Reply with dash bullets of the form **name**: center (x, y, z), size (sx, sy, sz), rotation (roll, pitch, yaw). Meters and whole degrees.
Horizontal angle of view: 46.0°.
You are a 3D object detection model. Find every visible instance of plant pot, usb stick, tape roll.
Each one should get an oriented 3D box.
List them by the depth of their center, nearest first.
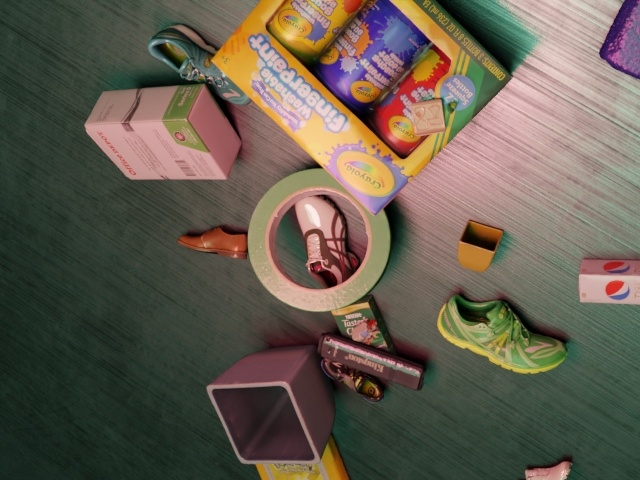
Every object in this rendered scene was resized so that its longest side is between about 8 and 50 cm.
- **plant pot**: center (0.344, 0.021, 1.649), size (0.082, 0.081, 0.083), rotation (19, 133, 15)
- **tape roll**: center (0.000, 0.000, 1.701), size (0.322, 0.077, 0.321), rotation (-1, 86, 9)
- **usb stick**: center (0.126, 0.299, 1.871), size (0.278, 0.045, 0.077), rotation (18, 123, 14)
- **plant pot**: center (-0.094, 0.400, 1.955), size (0.247, 0.252, 0.247), rotation (-9, 112, 30)

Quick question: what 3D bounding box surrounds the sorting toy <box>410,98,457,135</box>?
- **sorting toy**: center (0.211, -0.227, 1.378), size (0.083, 0.012, 0.062), rotation (-7, 100, 14)

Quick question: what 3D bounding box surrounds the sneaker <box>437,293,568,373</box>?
- **sneaker**: center (0.409, 0.207, 1.697), size (0.296, 0.109, 0.123), rotation (18, 126, 17)

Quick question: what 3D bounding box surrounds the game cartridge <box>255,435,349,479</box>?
- **game cartridge**: center (-0.069, 0.655, 2.206), size (0.286, 0.052, 0.323), rotation (-9, 113, 29)

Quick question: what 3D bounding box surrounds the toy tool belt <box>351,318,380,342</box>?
- **toy tool belt**: center (0.119, 0.222, 1.837), size (0.051, 0.052, 0.083), rotation (28, 133, -32)

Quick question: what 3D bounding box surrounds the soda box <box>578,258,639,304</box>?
- **soda box**: center (0.644, 0.085, 1.539), size (0.216, 0.074, 0.069), rotation (0, 116, 26)

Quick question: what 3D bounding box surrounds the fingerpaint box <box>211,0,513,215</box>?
- **fingerpaint box**: center (0.081, -0.336, 1.464), size (0.445, 0.163, 0.371), rotation (44, 108, -2)

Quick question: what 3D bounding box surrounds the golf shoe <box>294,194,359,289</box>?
- **golf shoe**: center (0.010, 0.014, 1.780), size (0.105, 0.120, 0.272), rotation (-18, 106, 34)

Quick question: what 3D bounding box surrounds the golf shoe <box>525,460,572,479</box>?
- **golf shoe**: center (0.551, 0.594, 1.869), size (0.086, 0.069, 0.176), rotation (36, 125, 11)

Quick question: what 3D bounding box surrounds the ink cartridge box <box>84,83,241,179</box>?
- **ink cartridge box**: center (-0.366, -0.249, 1.764), size (0.289, 0.121, 0.211), rotation (2, 147, 24)

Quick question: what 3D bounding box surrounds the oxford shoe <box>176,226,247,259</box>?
- **oxford shoe**: center (-0.277, 0.000, 1.951), size (0.212, 0.076, 0.075), rotation (7, 89, 25)

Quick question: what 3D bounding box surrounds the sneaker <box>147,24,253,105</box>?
- **sneaker**: center (-0.268, -0.383, 1.701), size (0.275, 0.110, 0.107), rotation (31, 125, 6)

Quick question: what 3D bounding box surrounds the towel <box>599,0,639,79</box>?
- **towel**: center (0.647, -0.405, 1.280), size (0.228, 0.076, 0.308), rotation (32, 126, 16)

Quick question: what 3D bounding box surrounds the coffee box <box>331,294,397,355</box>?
- **coffee box**: center (0.110, 0.231, 1.895), size (0.113, 0.040, 0.184), rotation (-12, 111, 30)

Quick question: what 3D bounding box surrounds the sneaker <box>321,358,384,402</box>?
- **sneaker**: center (0.089, 0.353, 1.942), size (0.188, 0.067, 0.078), rotation (35, 164, -1)
